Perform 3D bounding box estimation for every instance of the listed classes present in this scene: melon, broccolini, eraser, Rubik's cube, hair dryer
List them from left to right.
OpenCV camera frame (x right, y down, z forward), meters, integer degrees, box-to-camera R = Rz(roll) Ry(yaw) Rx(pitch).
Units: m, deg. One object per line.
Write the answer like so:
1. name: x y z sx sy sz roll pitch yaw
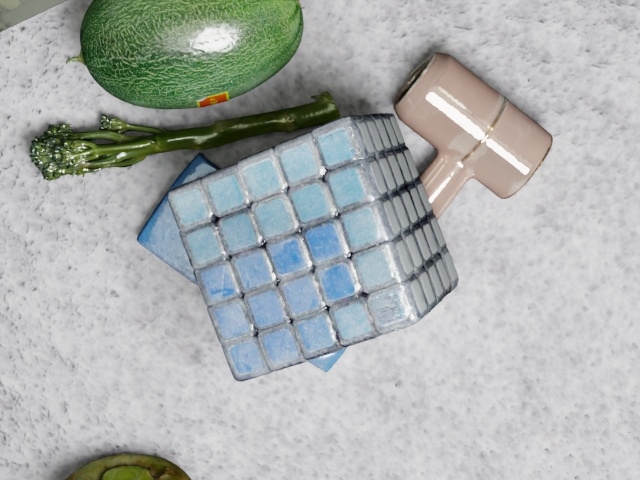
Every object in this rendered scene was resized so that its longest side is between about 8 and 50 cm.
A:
1. melon: -0.163 -0.248 1.346 0.288 0.182 0.182 -11 101 -2
2. broccolini: -0.173 -0.145 1.437 0.392 0.079 0.074 -12 90 -7
3. eraser: -0.075 0.031 1.471 0.312 0.042 0.144 36 97 -8
4. Rubik's cube: 0.000 0.000 1.299 0.237 0.238 0.237 -21 93 19
5. hair dryer: 0.116 -0.051 1.422 0.189 0.107 0.344 37 93 -8

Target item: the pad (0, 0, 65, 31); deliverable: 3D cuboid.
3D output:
1. pad: -0.402 -0.332 1.410 0.190 0.004 0.127 -25 101 2

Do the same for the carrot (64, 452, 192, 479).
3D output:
1. carrot: -0.243 0.459 1.463 0.224 0.224 0.340 -2 106 -2
